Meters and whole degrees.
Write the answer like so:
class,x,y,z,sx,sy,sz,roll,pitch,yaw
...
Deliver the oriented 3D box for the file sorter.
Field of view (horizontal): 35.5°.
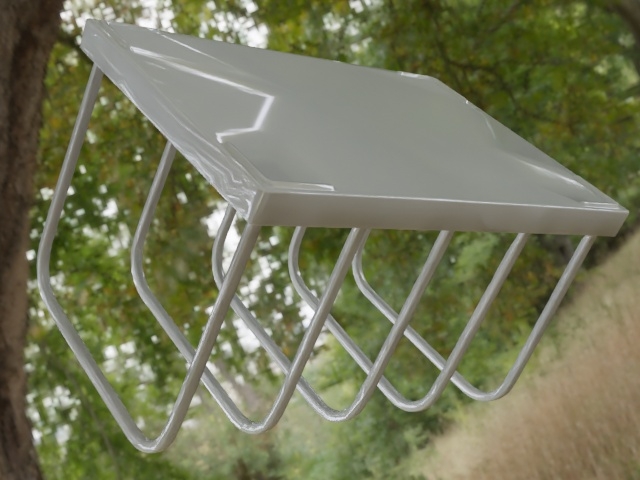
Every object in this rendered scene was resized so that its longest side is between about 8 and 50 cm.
class,x,y,z,sx,sy,sz,roll,pitch,yaw
file sorter,0.000,0.000,0.606,0.278,0.193,0.173,1,-58,-40
